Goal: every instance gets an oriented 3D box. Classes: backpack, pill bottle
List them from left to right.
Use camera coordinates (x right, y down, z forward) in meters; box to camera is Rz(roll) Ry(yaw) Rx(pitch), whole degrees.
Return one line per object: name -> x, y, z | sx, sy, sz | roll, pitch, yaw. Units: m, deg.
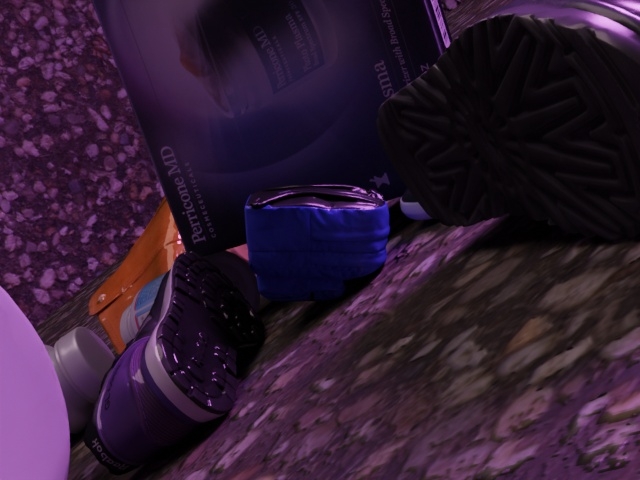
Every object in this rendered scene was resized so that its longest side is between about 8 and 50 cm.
pill bottle -> -0.302, 0.173, 1.353 | 0.180, 0.108, 0.108 | -35, 8, 9
pill bottle -> -0.138, 0.071, 1.307 | 0.160, 0.087, 0.087 | -27, 13, 49
backpack -> 0.000, 0.000, 1.104 | 0.120, 0.101, 0.098 | -4, 15, 1

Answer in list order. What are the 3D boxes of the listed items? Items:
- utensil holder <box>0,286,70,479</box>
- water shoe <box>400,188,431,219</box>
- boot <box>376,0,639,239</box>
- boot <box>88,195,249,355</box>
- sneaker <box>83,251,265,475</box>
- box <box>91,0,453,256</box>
utensil holder -> -0.444, 0.197, 1.064 | 0.385, 0.327, 0.327 | -29, 11, 35
water shoe -> 0.135, -0.088, 1.082 | 0.203, 0.080, 0.073 | -30, 10, 39
boot -> 0.284, -0.178, 0.848 | 0.445, 0.146, 0.367 | -32, 12, -15
boot -> -0.204, 0.005, 1.590 | 0.211, 0.104, 0.295 | -38, 37, 12
sneaker -> -0.136, 0.101, 1.097 | 0.124, 0.107, 0.283 | -41, 7, 15
box -> -0.027, -0.172, 1.225 | 0.294, 0.296, 0.183 | -17, 13, 12
